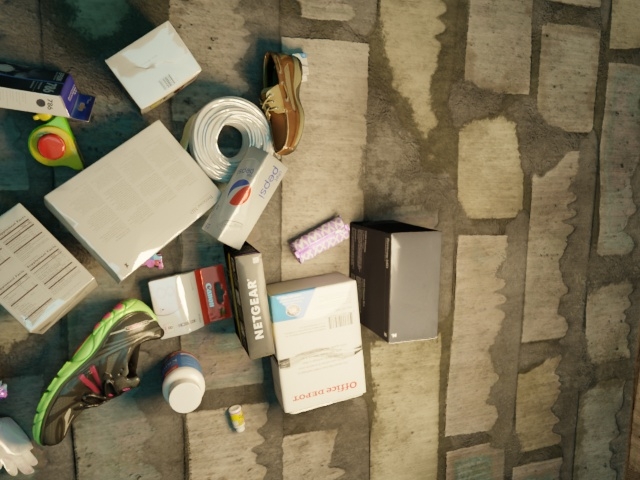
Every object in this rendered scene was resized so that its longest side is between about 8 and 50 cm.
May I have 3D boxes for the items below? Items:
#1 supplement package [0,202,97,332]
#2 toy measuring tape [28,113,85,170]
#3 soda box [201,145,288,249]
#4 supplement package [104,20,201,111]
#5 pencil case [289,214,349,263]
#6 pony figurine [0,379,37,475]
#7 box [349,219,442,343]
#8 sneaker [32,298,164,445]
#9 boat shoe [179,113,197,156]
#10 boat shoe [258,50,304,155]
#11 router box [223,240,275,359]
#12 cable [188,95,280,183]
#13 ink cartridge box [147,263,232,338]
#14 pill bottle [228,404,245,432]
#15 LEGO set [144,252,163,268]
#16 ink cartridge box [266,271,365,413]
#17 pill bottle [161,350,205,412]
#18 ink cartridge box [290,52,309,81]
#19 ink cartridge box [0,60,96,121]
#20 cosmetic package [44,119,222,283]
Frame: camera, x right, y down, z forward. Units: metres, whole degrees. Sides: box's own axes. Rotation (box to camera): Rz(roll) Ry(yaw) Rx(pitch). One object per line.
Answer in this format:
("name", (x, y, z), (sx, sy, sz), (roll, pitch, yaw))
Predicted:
("supplement package", (-0.756, 0.082, 1.335), (0.263, 0.199, 0.198), (47, 67, -6))
("toy measuring tape", (-0.712, -0.204, 1.410), (0.121, 0.121, 0.330), (-20, 116, -15))
("soda box", (-0.218, -0.123, 1.481), (0.098, 0.091, 0.286), (34, 86, -51))
("supplement package", (-0.456, -0.464, 1.400), (0.194, 0.203, 0.149), (-37, 109, -10))
("pencil case", (0.000, 0.000, 1.693), (0.206, 0.088, 0.086), (-30, 108, -12))
("pony figurine", (-0.979, 0.544, 1.365), (0.363, 0.303, 0.351), (-18, 96, 0))
("box", (0.233, 0.120, 1.672), (0.178, 0.312, 0.344), (-3, 100, -19))
("sneaker", (-0.637, 0.401, 1.474), (0.202, 0.185, 0.483), (38, 86, -8))
("boat shoe", (-0.386, -0.315, 1.535), (0.042, 0.048, 0.133), (23, 83, -49))
("boat shoe", (-0.129, -0.414, 1.527), (0.119, 0.122, 0.324), (10, 70, -39))
("router box", (-0.222, 0.171, 1.560), (0.080, 0.243, 0.309), (-10, 102, -17))
("cable", (-0.265, -0.298, 1.531), (0.257, 0.089, 0.257), (-25, 111, -24))
("ink cartridge box", (-0.403, 0.189, 1.600), (0.232, 0.066, 0.189), (-11, 102, -13))
("pill bottle", (-0.278, 0.597, 1.712), (0.043, 0.043, 0.083), (-17, 104, -16))
("LEGO set", (-0.527, -0.016, 1.508), (0.093, 0.087, 0.227), (-8, 100, -18))
("ink cartridge box", (-0.023, 0.329, 1.693), (0.285, 0.166, 0.395), (-9, 100, -17))
("pill bottle", (-0.414, 0.426, 1.542), (0.124, 0.221, 0.124), (-3, 99, -19))
("ink cartridge box", (-0.065, -0.546, 1.616), (0.048, 0.028, 0.083), (-12, 103, -17))
("ink cartridge box", (-0.766, -0.395, 1.322), (0.332, 0.165, 0.065), (6, 126, -21))
("cosmetic package", (-0.503, -0.111, 1.419), (0.284, 0.097, 0.377), (50, 63, -7))
